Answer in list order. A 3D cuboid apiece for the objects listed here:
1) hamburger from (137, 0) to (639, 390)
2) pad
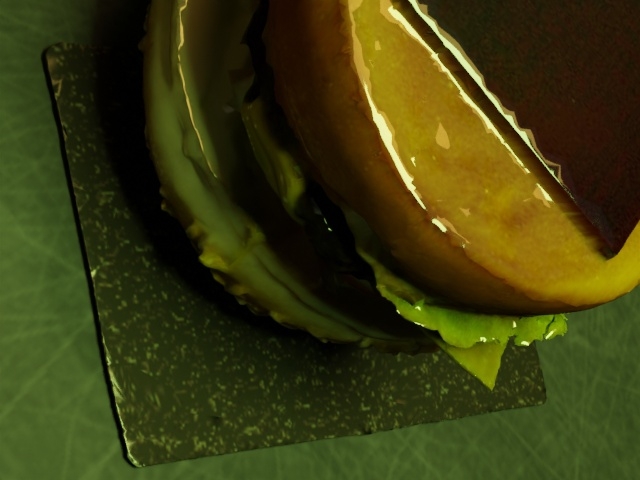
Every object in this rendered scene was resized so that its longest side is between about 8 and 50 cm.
[{"bbox_3d":[0.053,-0.076,0.890,0.291,0.225,0.291,12,70,-35],"label":"hamburger"},{"bbox_3d":[0.000,0.000,0.975,0.330,0.004,0.220,-2,75,-45],"label":"pad"}]
